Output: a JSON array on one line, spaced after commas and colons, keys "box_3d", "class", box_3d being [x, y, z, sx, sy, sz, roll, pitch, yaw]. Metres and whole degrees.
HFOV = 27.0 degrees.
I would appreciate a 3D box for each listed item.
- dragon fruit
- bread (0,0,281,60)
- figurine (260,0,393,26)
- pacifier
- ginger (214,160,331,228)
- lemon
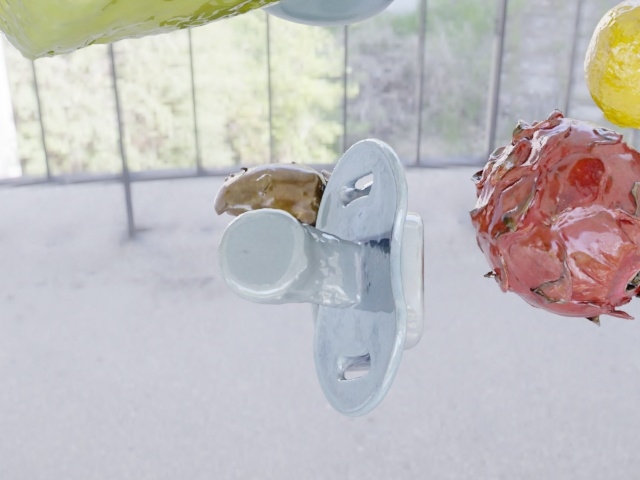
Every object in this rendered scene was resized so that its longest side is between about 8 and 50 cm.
[{"box_3d": [0.294, -0.028, 1.576, 0.252, 0.241, 0.241, 20, 40, 26], "class": "dragon fruit"}, {"box_3d": [-0.119, -0.307, 0.916, 0.307, 0.348, 0.348, -11, 36, -27], "class": "bread"}, {"box_3d": [0.067, -0.337, 1.290, 0.382, 0.224, 0.205, -28, 80, -30], "class": "figurine"}, {"box_3d": [-0.006, 0.034, 1.320, 0.207, 0.279, 0.227, 8, -15, -27], "class": "pacifier"}, {"box_3d": [0.009, -0.005, 1.602, 0.133, 0.309, 0.107, -18, 52, 34], "class": "ginger"}, {"box_3d": [0.332, -0.183, 1.381, 0.114, 0.155, 0.114, 1, 44, -1], "class": "lemon"}]
